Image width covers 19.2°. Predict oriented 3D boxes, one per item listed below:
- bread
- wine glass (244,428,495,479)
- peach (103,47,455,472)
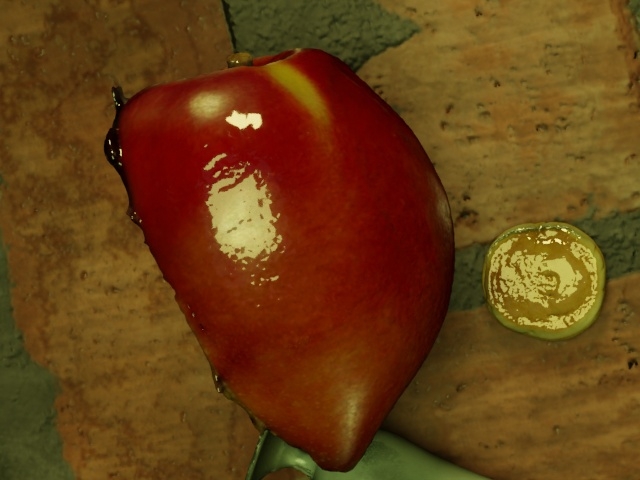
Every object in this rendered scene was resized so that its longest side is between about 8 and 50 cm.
[{"bbox_3d":[0.191,0.035,1.613,0.110,0.024,0.110,2,99,13],"label":"bread"},{"bbox_3d":[0.056,0.217,1.631,0.231,0.103,0.103,19,102,5],"label":"wine glass"},{"bbox_3d":[0.000,0.000,1.527,0.201,0.258,0.362,-26,88,20],"label":"peach"}]
